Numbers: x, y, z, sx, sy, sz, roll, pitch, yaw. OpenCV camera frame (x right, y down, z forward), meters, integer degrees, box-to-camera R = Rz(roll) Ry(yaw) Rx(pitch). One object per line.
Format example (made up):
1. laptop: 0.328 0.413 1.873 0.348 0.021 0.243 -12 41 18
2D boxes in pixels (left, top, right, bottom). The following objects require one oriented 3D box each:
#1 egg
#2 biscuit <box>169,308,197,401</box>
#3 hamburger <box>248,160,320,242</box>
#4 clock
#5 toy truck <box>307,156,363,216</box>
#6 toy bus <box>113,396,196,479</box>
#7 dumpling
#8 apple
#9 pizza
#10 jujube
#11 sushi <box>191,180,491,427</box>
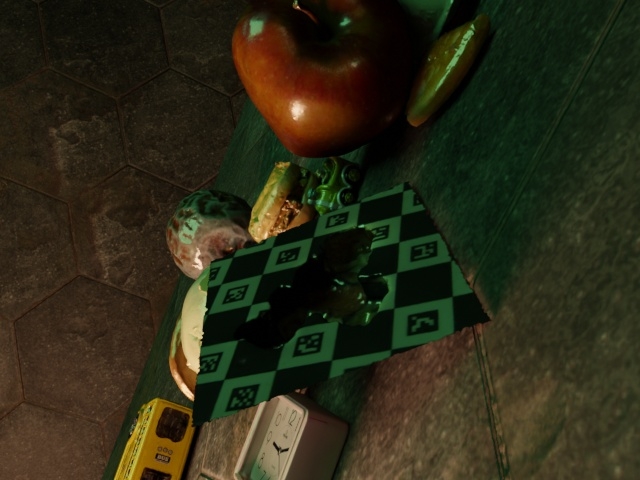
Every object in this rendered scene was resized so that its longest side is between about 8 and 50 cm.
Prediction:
1. egg: -0.104 0.121 0.970 0.201 0.244 0.201 14 111 40
2. biscuit: -0.163 0.131 1.084 0.045 0.154 0.299 -21 15 42
3. hamburger: -0.082 -0.072 1.329 0.214 0.108 0.214 -53 22 33
4. clock: -0.047 0.287 0.839 0.150 0.063 0.197 -69 17 -9
5. toy truck: 0.021 -0.093 1.101 0.076 0.076 0.111 -18 51 68
6. toy bus: -0.382 0.530 1.389 0.151 0.145 0.331 -43 28 49
7. dumpling: 0.160 -0.382 1.006 0.149 0.104 0.217 -55 23 14
8. apple: 0.011 -0.279 0.997 0.317 0.288 0.288 83 -155 -73
9. pizza: 0.176 -0.247 0.900 0.178 0.041 0.131 -60 21 21
10. jujube: -0.279 -0.023 1.630 0.308 0.246 0.215 35 145 61
11. sushi: 0.009 0.080 0.767 0.320 0.069 0.339 -22 29 5
